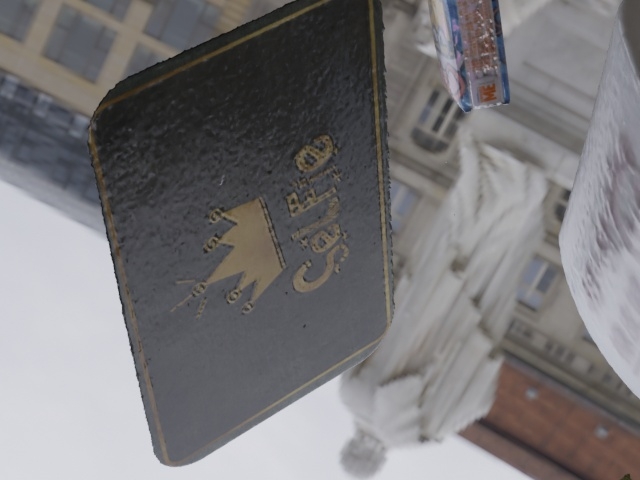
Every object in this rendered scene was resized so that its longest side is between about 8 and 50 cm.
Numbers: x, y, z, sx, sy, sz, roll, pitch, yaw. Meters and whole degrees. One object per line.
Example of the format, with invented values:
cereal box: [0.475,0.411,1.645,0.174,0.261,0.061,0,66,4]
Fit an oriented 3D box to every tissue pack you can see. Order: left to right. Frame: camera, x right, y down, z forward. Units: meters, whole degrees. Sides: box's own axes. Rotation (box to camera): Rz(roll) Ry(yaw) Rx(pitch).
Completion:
tissue pack: [0.155,-0.228,1.430,0.065,0.155,0.115,-11,-157,-2]

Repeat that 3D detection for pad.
pad: [0.000,-0.001,0.987,0.315,0.375,0.063,-31,-132,-25]

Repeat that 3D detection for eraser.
eraser: [0.213,-0.006,0.751,0.174,0.095,0.270,61,171,24]

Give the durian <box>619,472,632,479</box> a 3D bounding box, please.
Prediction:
durian: [0.188,0.210,0.841,0.108,0.186,0.119,22,160,17]
